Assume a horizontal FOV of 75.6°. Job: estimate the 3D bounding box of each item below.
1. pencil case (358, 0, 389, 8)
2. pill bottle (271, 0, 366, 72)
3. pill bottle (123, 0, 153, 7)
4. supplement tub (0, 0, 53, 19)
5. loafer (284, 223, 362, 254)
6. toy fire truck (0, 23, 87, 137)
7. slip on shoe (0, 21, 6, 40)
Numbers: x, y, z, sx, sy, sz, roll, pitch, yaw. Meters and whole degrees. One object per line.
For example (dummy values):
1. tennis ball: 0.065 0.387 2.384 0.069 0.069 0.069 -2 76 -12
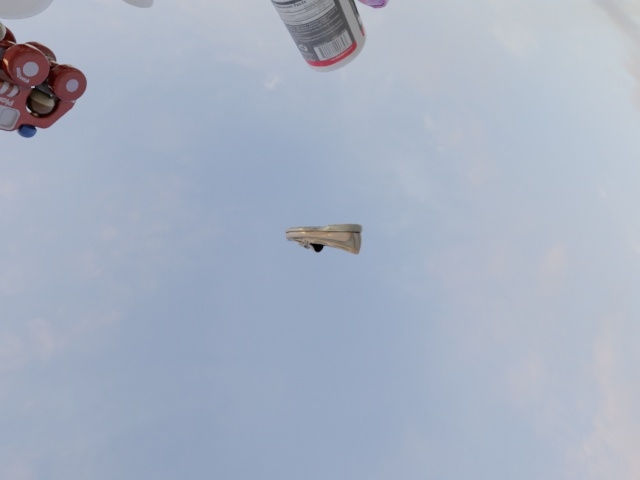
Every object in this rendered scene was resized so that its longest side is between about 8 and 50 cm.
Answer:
1. pencil case: 0.183 -0.763 1.070 0.124 0.284 0.124 26 -171 -5
2. pill bottle: -0.021 -0.575 0.967 0.318 0.176 0.176 47 -144 -53
3. pill bottle: -0.422 -0.676 0.963 0.124 0.221 0.124 18 -133 -20
4. supplement tub: -0.540 -0.561 0.661 0.229 0.228 0.316 3 -108 -26
5. loafer: 0.000 0.000 0.540 0.045 0.125 0.039 0 -92 -49
6. toy fire truck: -0.806 -0.407 1.106 0.169 0.253 0.302 36 -172 11
7. slip on shoe: -0.725 -0.425 0.856 0.136 0.051 0.041 -9 -129 0
